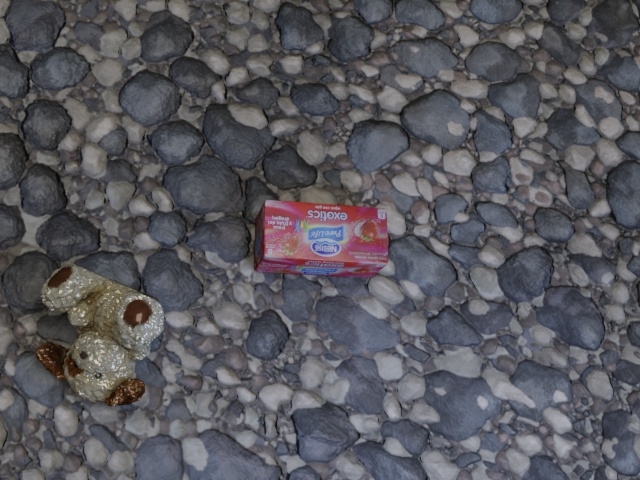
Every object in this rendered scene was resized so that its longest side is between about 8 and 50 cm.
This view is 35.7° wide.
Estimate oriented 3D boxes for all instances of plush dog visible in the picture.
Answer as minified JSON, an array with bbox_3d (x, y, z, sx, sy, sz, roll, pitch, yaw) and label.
[{"bbox_3d":[-0.401,0.193,1.867,0.262,0.210,0.225,21,84,23],"label":"plush dog"}]

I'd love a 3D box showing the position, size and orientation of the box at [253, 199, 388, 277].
[{"bbox_3d":[0.000,0.000,2.017,0.257,0.128,0.122,4,74,-12],"label":"box"}]
